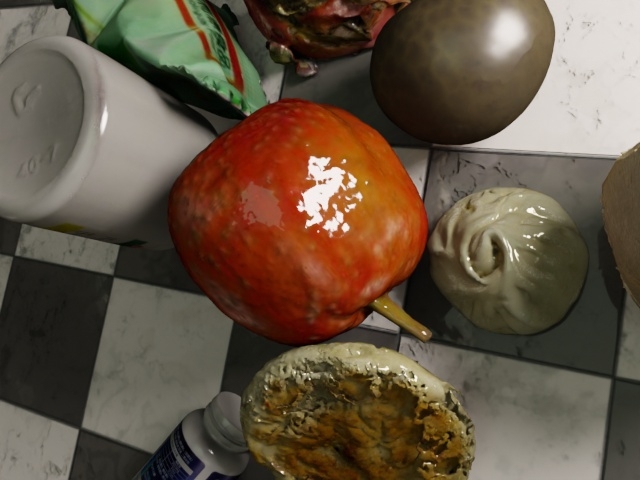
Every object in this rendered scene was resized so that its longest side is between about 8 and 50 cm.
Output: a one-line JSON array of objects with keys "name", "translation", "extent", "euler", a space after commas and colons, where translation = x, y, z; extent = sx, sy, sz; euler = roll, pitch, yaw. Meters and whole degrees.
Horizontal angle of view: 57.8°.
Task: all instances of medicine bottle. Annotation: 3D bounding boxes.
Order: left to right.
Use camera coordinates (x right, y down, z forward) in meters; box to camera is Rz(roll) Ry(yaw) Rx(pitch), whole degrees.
[{"name": "medicine bottle", "translation": [-0.239, -0.095, 0.756], "extent": [0.208, 0.339, 0.209], "euler": [-5, 78, 23]}, {"name": "medicine bottle", "translation": [-0.166, 0.299, 0.779], "extent": [0.107, 0.107, 0.191], "euler": [44, 99, 25]}]

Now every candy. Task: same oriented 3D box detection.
[{"name": "candy", "translation": [-0.202, -0.260, 0.817], "extent": [0.398, 0.262, 0.172], "euler": [46, 110, 25]}]

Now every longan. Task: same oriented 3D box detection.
[{"name": "longan", "translation": [0.165, -0.210, 0.683], "extent": [0.212, 0.198, 0.198], "euler": [-37, 67, 9]}]

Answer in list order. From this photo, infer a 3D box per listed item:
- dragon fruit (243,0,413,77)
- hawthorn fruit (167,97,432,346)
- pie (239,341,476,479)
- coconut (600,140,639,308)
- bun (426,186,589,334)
[{"name": "dragon fruit", "translation": [-0.025, -0.431, 0.766], "extent": [0.296, 0.263, 0.315], "euler": [-16, 74, 22]}, {"name": "hawthorn fruit", "translation": [0.000, 0.000, 0.670], "extent": [0.330, 0.287, 0.287], "euler": [43, 99, 8]}, {"name": "pie", "translation": [0.039, 0.224, 0.657], "extent": [0.274, 0.055, 0.274], "euler": [5, 119, 9]}, {"name": "coconut", "translation": [0.375, -0.018, 0.499], "extent": [0.247, 0.245, 0.245], "euler": [-17, 68, -22]}, {"name": "bun", "translation": [0.210, 0.015, 0.664], "extent": [0.183, 0.102, 0.184], "euler": [-5, 77, 21]}]
